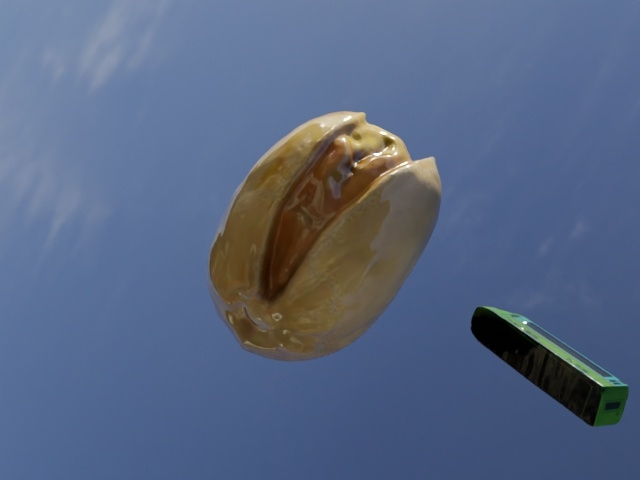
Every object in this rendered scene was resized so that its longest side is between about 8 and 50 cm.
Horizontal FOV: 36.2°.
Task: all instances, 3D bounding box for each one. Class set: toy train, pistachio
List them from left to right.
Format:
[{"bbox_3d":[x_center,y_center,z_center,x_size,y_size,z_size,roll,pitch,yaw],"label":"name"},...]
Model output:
[{"bbox_3d":[0.000,0.000,1.136,0.230,0.230,0.309,28,-99,48],"label":"pistachio"},{"bbox_3d":[0.230,0.120,1.006,0.209,0.042,0.044,39,-58,57],"label":"toy train"}]
